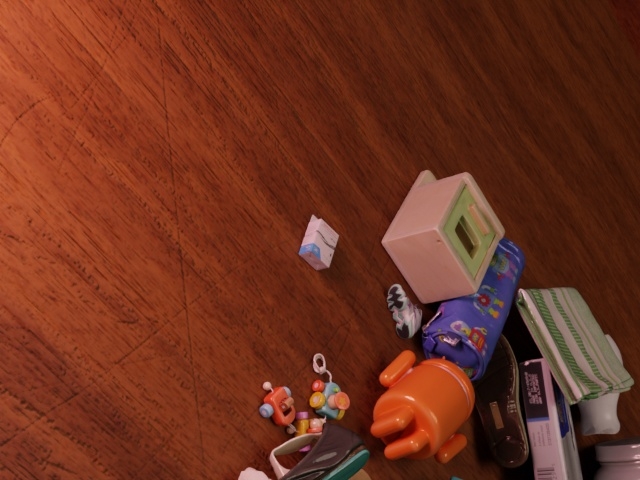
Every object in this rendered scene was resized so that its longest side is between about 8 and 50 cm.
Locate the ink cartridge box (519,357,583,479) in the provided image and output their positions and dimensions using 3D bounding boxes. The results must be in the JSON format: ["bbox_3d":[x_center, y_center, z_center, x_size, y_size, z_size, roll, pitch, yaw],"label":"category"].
[{"bbox_3d":[0.462,0.389,1.826,0.307,0.072,0.304,26,55,-70],"label":"ink cartridge box"}]

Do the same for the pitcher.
[{"bbox_3d":[0.603,0.311,2.018,0.178,0.125,0.207,9,74,-76],"label":"pitcher"}]

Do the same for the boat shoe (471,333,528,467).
[{"bbox_3d":[0.336,0.300,1.734,0.095,0.095,0.258,35,47,-67],"label":"boat shoe"}]

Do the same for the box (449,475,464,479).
[{"bbox_3d":[0.312,0.478,1.512,0.244,0.101,0.060,20,52,6],"label":"box"}]

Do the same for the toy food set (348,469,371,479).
[{"bbox_3d":[0.056,0.391,1.412,0.083,0.020,0.083,55,43,-21],"label":"toy food set"}]

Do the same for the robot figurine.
[{"bbox_3d":[0.171,0.272,1.503,0.219,0.158,0.128,-30,140,-49],"label":"robot figurine"}]

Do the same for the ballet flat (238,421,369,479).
[{"bbox_3d":[-0.052,0.338,1.243,0.096,0.095,0.280,38,43,23],"label":"ballet flat"}]

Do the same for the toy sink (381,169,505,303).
[{"bbox_3d":[0.238,-0.024,1.678,0.153,0.131,0.234,56,42,-22],"label":"toy sink"}]

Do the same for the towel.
[{"bbox_3d":[0.503,0.198,1.810,0.324,0.038,0.248,3,55,-55],"label":"towel"}]

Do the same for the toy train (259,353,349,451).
[{"bbox_3d":[-0.014,0.239,1.362,0.166,0.046,0.125,-33,103,-49],"label":"toy train"}]

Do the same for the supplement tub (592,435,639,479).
[{"bbox_3d":[0.714,0.589,1.943,0.241,0.241,0.332,4,74,-49],"label":"supplement tub"}]

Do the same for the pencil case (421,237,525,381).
[{"bbox_3d":[0.280,0.118,1.693,0.133,0.119,0.306,32,49,0],"label":"pencil case"}]

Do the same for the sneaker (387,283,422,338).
[{"bbox_3d":[0.153,0.117,1.608,0.069,0.038,0.098,-24,105,-52],"label":"sneaker"}]

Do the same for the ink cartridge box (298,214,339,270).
[{"bbox_3d":[0.000,0.000,1.472,0.048,0.028,0.083,43,48,-32],"label":"ink cartridge box"}]
